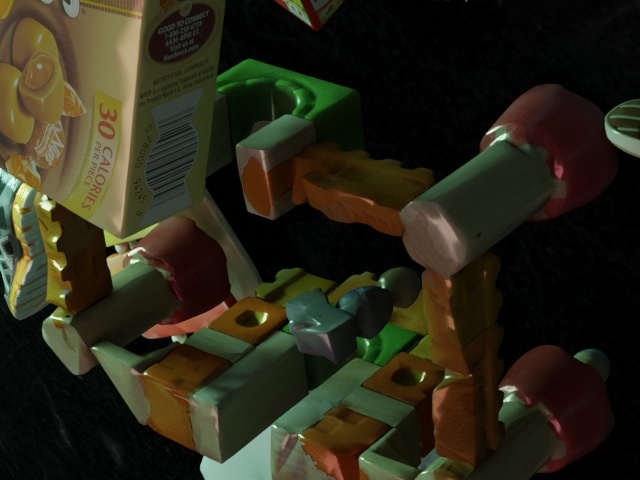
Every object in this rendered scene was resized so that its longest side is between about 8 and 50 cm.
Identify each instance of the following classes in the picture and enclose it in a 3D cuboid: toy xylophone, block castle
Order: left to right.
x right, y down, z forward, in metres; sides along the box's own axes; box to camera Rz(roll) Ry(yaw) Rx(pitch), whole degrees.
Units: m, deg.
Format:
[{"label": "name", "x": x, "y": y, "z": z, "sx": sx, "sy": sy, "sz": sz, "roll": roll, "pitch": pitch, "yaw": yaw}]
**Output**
[{"label": "toy xylophone", "x": -0.174, "y": -0.019, "z": 1.751, "sx": 0.323, "sy": 0.081, "sz": 0.236, "roll": 54, "pitch": 152, "yaw": -4}, {"label": "block castle", "x": 0.000, "y": 0.000, "z": 1.400, "sx": 0.453, "sy": 0.213, "sz": 0.303, "roll": 19, "pitch": 128, "yaw": 35}]

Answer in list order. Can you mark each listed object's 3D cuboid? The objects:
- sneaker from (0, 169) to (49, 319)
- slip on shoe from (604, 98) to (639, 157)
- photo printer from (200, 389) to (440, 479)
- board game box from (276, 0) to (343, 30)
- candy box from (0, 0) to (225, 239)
[{"label": "sneaker", "x": -0.306, "y": -0.005, "z": 1.973, "sx": 0.083, "sy": 0.084, "sz": 0.215, "roll": 38, "pitch": 140, "yaw": 26}, {"label": "slip on shoe", "x": 0.234, "y": -0.052, "z": 1.159, "sx": 0.135, "sy": 0.051, "sz": 0.041, "roll": 15, "pitch": 135, "yaw": 36}, {"label": "photo printer", "x": 0.010, "y": 0.229, "z": 1.761, "sx": 0.256, "sy": 0.107, "sz": 0.307, "roll": 44, "pitch": 151, "yaw": 12}, {"label": "board game box", "x": -0.062, "y": -0.235, "z": 1.291, "sx": 0.146, "sy": 0.045, "sz": 0.193, "roll": 38, "pitch": 174, "yaw": 21}, {"label": "candy box", "x": -0.151, "y": -0.181, "z": 1.217, "sx": 0.183, "sy": 0.087, "sz": 0.316, "roll": 28, "pitch": 126, "yaw": 29}]
